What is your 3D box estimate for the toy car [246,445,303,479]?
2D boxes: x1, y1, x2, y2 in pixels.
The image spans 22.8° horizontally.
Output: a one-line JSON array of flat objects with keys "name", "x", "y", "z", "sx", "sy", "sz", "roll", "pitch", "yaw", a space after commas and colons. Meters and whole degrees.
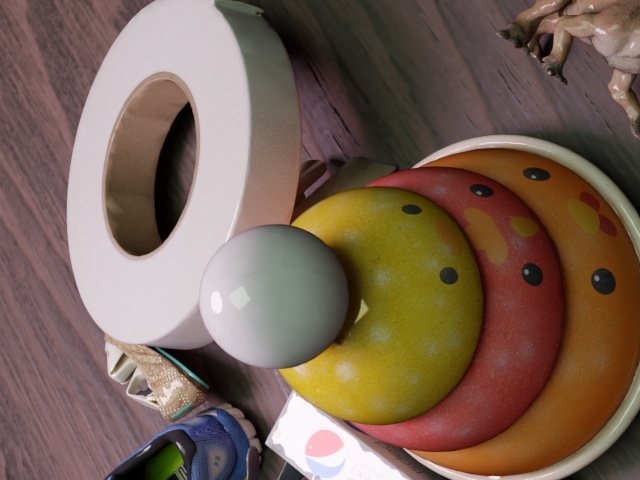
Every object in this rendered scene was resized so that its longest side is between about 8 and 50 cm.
[{"name": "toy car", "x": -0.046, "y": 0.316, "z": 1.678, "sx": 0.149, "sy": 0.155, "sz": 0.188, "roll": -7, "pitch": 71, "yaw": 33}]

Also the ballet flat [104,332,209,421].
[{"name": "ballet flat", "x": -0.205, "y": 0.142, "z": 1.803, "sx": 0.067, "sy": 0.073, "sz": 0.206, "roll": -48, "pitch": 40, "yaw": -7}]

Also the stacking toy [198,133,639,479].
[{"name": "stacking toy", "x": 0.067, "y": 0.064, "z": 1.406, "sx": 0.351, "sy": 0.480, "sz": 0.350, "roll": -1, "pitch": 87, "yaw": 33}]

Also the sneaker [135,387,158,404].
[{"name": "sneaker", "x": -0.178, "y": 0.171, "z": 1.837, "sx": 0.083, "sy": 0.032, "sz": 0.037, "roll": -11, "pitch": 68, "yaw": 28}]

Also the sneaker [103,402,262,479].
[{"name": "sneaker", "x": -0.213, "y": 0.312, "z": 1.781, "sx": 0.130, "sy": 0.147, "sz": 0.330, "roll": 47, "pitch": 113, "yaw": 26}]

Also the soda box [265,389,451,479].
[{"name": "soda box", "x": 0.049, "y": 0.240, "z": 1.656, "sx": 0.216, "sy": 0.069, "sz": 0.074, "roll": 35, "pitch": 106, "yaw": 29}]

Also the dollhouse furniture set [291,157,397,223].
[{"name": "dollhouse furniture set", "x": 0.000, "y": 0.000, "z": 1.725, "sx": 0.144, "sy": 0.123, "sz": 0.151, "roll": 14, "pitch": 130, "yaw": 33}]

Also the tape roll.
[{"name": "tape roll", "x": -0.157, "y": -0.076, "z": 1.729, "sx": 0.392, "sy": 0.072, "sz": 0.392, "roll": -17, "pitch": 69, "yaw": 52}]

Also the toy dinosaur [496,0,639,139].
[{"name": "toy dinosaur", "x": 0.285, "y": -0.232, "z": 1.497, "sx": 0.200, "sy": 0.127, "sz": 0.295, "roll": -54, "pitch": 49, "yaw": 11}]
